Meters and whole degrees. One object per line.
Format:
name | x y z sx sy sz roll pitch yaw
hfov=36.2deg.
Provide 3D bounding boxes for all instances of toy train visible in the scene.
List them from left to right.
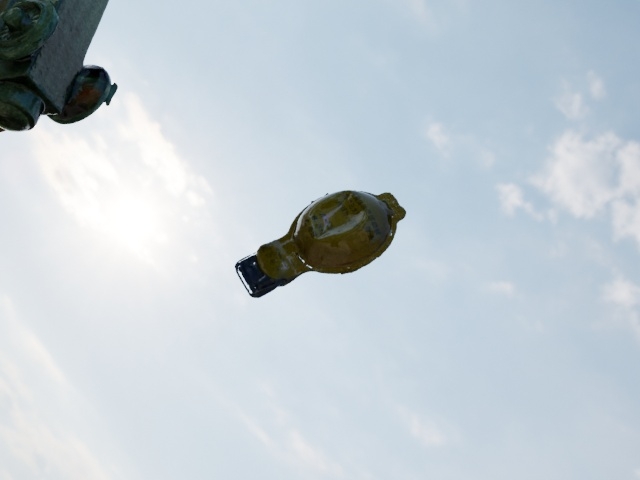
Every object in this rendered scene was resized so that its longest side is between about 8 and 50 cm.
toy train | -0.259 -0.215 0.883 0.177 0.285 0.116 -1 -31 25

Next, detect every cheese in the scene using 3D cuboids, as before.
cheese | 0.000 0.000 1.481 0.177 0.270 0.069 56 -11 44
